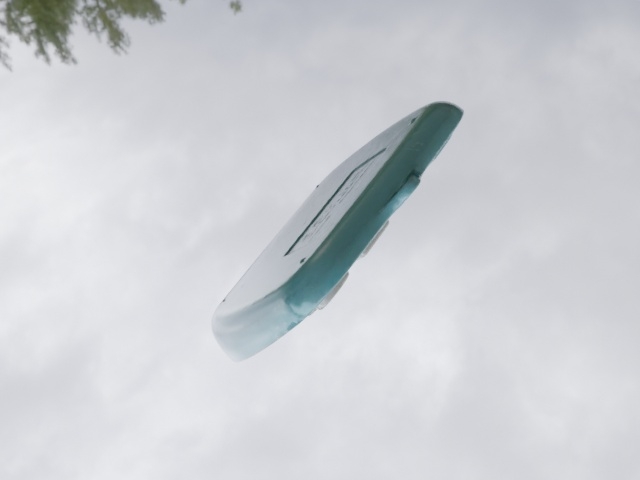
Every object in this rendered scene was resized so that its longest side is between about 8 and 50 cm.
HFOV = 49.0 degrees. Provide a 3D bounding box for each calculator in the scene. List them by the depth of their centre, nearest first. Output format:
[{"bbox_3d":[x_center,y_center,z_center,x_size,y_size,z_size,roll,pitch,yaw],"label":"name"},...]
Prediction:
[{"bbox_3d":[0.000,0.000,0.647,0.054,0.386,0.256,41,-111,-8],"label":"calculator"}]
